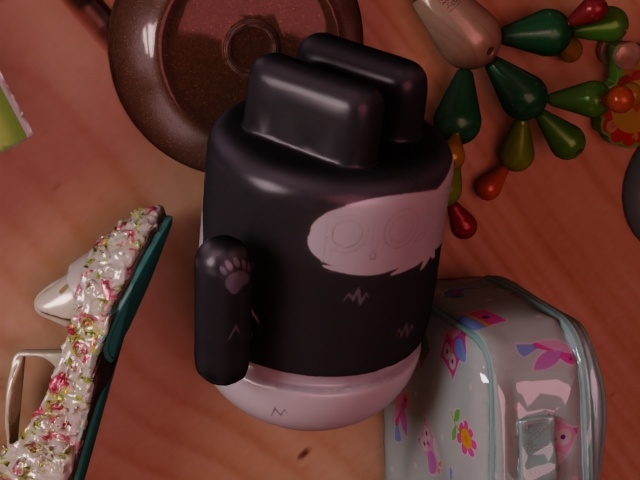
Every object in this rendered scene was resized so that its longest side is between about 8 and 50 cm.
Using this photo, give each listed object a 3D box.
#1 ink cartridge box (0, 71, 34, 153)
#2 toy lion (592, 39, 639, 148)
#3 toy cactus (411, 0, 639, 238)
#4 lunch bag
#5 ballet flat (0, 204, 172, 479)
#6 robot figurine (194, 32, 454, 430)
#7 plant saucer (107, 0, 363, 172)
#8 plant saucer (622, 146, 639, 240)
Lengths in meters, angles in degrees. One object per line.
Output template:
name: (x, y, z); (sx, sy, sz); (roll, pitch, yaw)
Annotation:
ink cartridge box: (-0.345, -0.089, 0.856); (0.255, 0.097, 0.188); (-30, 110, -13)
toy lion: (0.270, -0.126, 1.106); (0.100, 0.034, 0.096); (-16, 114, -16)
toy cactus: (0.141, -0.124, 1.029); (0.219, 0.112, 0.180); (-43, 102, 4)
lunch bag: (0.132, 0.177, 1.016); (0.108, 0.224, 0.279); (-7, 103, -18)
ballet flat: (-0.180, 0.080, 0.963); (0.077, 0.091, 0.241); (19, 91, 0)
robot figurine: (-0.003, 0.000, 0.940); (0.209, 0.173, 0.278); (-4, 121, -18)
plant saucer: (-0.055, -0.143, 0.981); (0.199, 0.036, 0.198); (-5, 104, -20)
plant saucer: (0.316, -0.043, 1.144); (0.119, 0.021, 0.119); (-4, 104, -19)
